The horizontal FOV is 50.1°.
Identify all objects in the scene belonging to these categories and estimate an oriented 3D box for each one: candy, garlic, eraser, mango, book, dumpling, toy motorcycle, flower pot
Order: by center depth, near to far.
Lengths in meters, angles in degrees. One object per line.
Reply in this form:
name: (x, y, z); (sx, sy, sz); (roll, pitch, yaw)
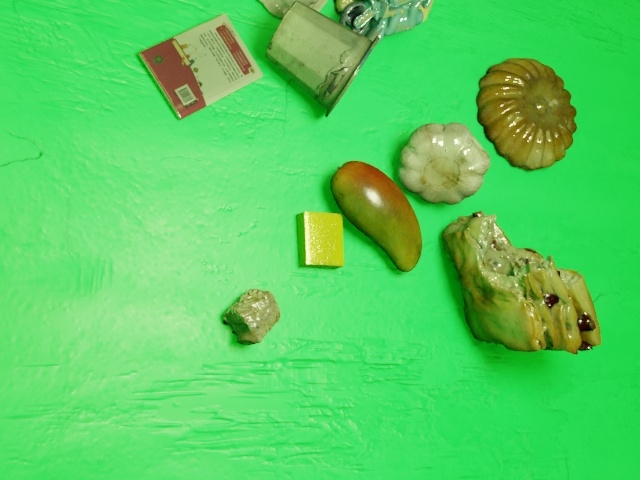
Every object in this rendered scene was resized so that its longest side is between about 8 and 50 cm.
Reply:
candy: (-0.139, 0.155, 1.396); (0.110, 0.085, 0.095); (-38, 106, -40)
book: (-0.254, -0.378, 1.479); (0.232, 0.022, 0.162); (-36, 99, -29)
eraser: (0.000, 0.000, 1.517); (0.097, 0.045, 0.122); (3, 79, -28)
flower pot: (-0.009, -0.412, 1.532); (0.202, 0.212, 0.212); (30, 66, -5)
mango: (0.139, -0.063, 1.559); (0.289, 0.129, 0.146); (46, 32, -25)
dumpling: (-0.050, -0.582, 1.593); (0.111, 0.181, 0.155); (-89, 158, -51)
toy motorcycle: (0.173, -0.576, 1.651); (0.296, 0.109, 0.198); (-41, 138, -2)
garlic: (0.296, -0.207, 1.659); (0.218, 0.218, 0.212); (36, 31, -17)

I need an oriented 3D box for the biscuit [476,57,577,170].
biscuit: (0.575, -0.354, 1.868); (0.325, 0.107, 0.326); (5, 77, -23)

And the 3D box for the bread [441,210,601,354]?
bread: (0.435, 0.111, 1.582); (0.191, 0.314, 0.370); (-33, 100, -20)

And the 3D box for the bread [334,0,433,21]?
bread: (0.161, -0.653, 1.713); (0.266, 0.142, 0.178); (-1, 64, -30)
